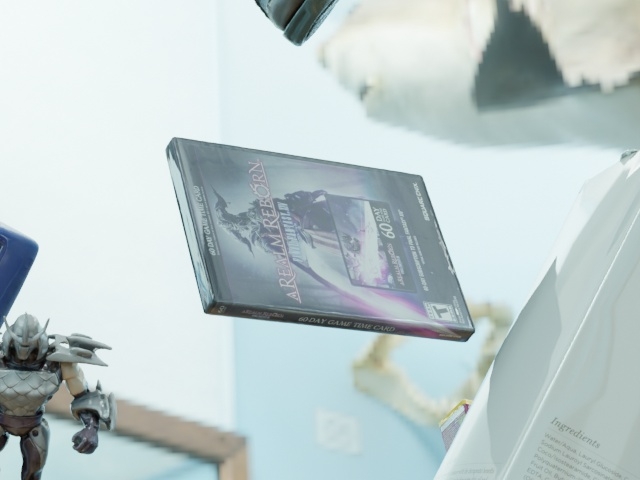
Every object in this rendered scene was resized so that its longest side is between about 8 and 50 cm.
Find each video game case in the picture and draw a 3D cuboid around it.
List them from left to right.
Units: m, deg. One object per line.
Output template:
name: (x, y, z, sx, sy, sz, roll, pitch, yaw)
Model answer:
video game case: (0.000, 0.000, 1.753, 0.274, 0.196, 0.026, 8, -43, -29)

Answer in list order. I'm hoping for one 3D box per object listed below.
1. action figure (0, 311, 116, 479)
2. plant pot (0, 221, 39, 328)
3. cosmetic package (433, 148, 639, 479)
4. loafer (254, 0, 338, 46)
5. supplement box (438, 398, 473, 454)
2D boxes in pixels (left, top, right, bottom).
action figure: (-0.292, 0.183, 1.818, 0.185, 0.099, 0.285, 10, -57, -3)
plant pot: (-0.497, 0.032, 2.117, 0.236, 0.236, 0.212, 22, -9, 36)
cosmetic package: (0.210, 0.123, 1.393, 0.155, 0.365, 0.197, 31, -12, -5)
loafer: (0.002, -0.261, 1.571, 0.084, 0.096, 0.267, 37, -36, 1)
supplement box: (0.174, 0.232, 2.165, 0.043, 0.083, 0.055, 14, -44, -31)
